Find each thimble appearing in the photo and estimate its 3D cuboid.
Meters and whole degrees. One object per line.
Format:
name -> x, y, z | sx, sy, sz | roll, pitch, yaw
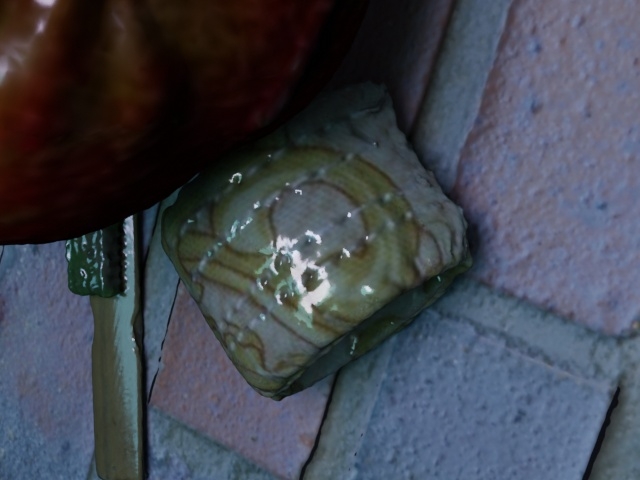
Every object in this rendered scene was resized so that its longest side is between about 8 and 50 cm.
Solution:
thimble -> 0.000, 0.000, 0.615 | 0.190, 0.137, 0.143 | -37, 74, 10

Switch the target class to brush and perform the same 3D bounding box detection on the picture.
brush -> -0.176, 0.064, 0.764 | 0.054, 0.048, 0.283 | 1, 95, 31

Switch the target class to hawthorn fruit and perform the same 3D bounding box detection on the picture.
hawthorn fruit -> -0.164, -0.216, 0.520 | 0.402, 0.402, 0.403 | 2, 94, 28
